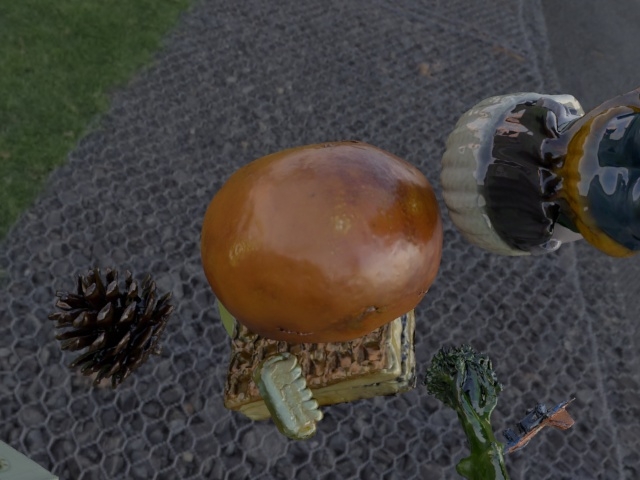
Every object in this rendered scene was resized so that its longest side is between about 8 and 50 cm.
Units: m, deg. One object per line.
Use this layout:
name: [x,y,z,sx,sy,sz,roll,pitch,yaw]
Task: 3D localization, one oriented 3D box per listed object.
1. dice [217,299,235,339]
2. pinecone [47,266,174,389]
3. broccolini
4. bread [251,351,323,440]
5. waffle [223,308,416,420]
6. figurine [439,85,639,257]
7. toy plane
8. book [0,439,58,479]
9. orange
dice: [-0.121,0.141,1.699,0.169,0.169,0.166,-12,51,-36]
pinecone: [-0.341,0.131,1.228,0.208,0.207,0.207,13,39,-10]
broccolini: [0.113,0.131,0.526,0.067,0.058,0.216,26,12,-3]
bread: [-0.031,0.151,0.733,0.049,0.034,0.088,-29,89,-14]
waffle: [-0.003,0.159,1.188,0.091,0.308,0.212,46,36,-39]
figurine: [0.236,-0.069,0.743,0.205,0.185,0.332,7,3,-3]
toy plane: [0.376,0.338,1.367,0.188,0.135,0.062,-21,71,-9]
book: [-0.255,0.062,0.253,0.208,0.020,0.295,24,0,17]
orange: [0.000,0.000,0.883,0.284,0.284,0.226,-13,93,-36]
